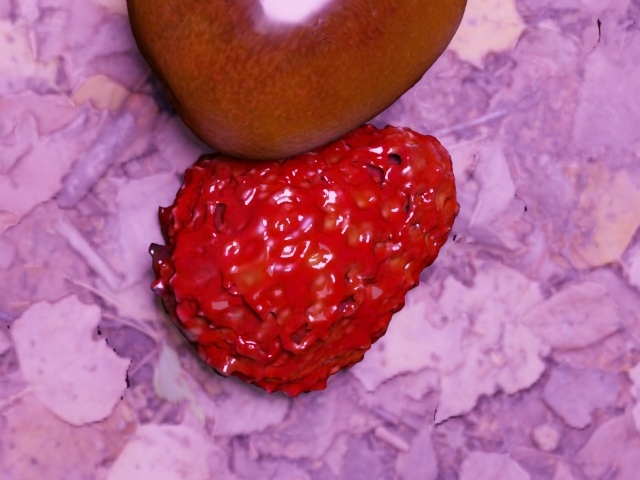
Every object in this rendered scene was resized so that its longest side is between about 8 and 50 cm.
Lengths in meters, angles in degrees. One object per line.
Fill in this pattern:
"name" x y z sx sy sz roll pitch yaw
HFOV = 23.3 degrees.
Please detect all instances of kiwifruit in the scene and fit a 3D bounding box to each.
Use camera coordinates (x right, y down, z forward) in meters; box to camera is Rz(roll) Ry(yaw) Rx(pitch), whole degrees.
"kiwifruit" -0.010 -0.166 1.042 0.234 0.196 0.196 -29 96 -12

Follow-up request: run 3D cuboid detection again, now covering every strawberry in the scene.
"strawberry" 0.000 0.000 1.088 0.236 0.111 0.190 -32 94 -6
